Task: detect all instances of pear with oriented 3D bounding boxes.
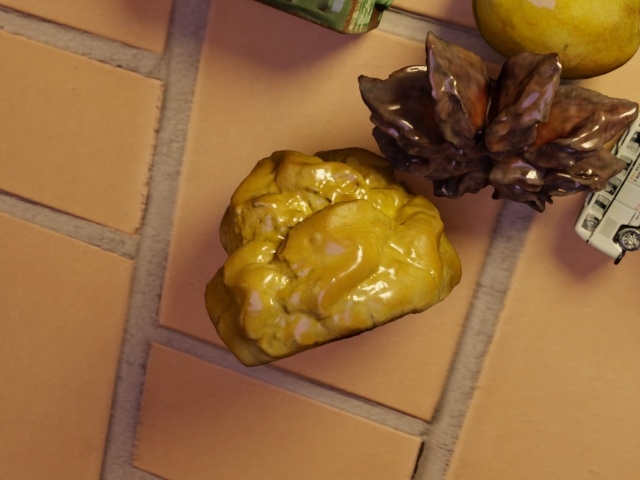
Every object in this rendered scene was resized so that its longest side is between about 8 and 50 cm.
[{"bbox_3d":[0.268,-0.274,0.998,0.200,0.200,0.200,6,111,16],"label":"pear"}]

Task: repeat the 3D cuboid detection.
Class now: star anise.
[{"bbox_3d":[0.194,-0.119,1.027,0.331,0.332,0.118,6,69,16],"label":"star anise"}]

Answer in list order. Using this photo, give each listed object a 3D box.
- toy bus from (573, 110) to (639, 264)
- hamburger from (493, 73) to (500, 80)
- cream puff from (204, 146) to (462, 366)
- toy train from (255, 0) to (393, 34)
[{"bbox_3d":[0.382,-0.072,1.094,0.089,0.087,0.194,31,117,16],"label":"toy bus"},{"bbox_3d":[0.236,-0.168,1.126,0.076,0.044,0.083,37,115,4],"label":"hamburger"},{"bbox_3d":[-0.001,0.000,1.114,0.291,0.324,0.257,-31,77,53],"label":"cream puff"},{"bbox_3d":[-0.061,-0.352,1.092,0.326,0.159,0.129,24,113,10],"label":"toy train"}]
